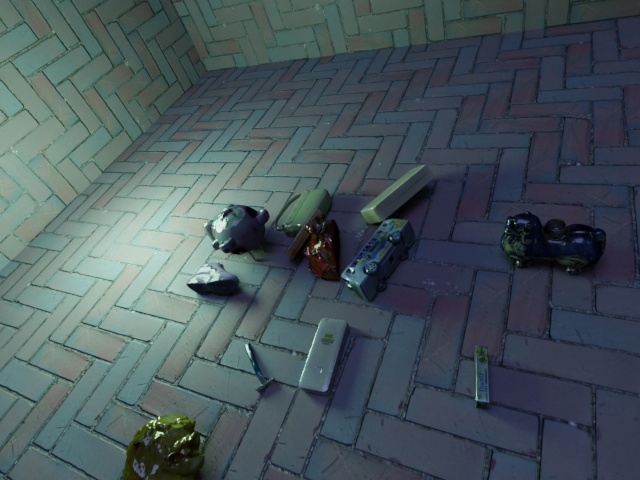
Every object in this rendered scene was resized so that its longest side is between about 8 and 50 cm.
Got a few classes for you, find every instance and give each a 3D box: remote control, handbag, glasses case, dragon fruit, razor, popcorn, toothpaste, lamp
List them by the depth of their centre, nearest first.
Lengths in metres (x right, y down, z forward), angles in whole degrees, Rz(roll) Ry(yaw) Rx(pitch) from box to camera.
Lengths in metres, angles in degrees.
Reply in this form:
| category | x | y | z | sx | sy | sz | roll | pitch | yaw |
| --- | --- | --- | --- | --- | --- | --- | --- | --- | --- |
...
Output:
| category | x | y | z | sx | sy | sz | roll | pitch | yaw |
| --- | --- | --- | --- | --- | --- | --- | --- | --- | --- |
| toothpaste | 0.441 | 0.371 | 1.125 | 0.034 | 0.046 | 0.164 | 1 | 48 | 19 |
| popcorn | -0.441 | 0.613 | 1.151 | 0.265 | 0.192 | 0.233 | -27 | 47 | 22 |
| remote control | 0.015 | 0.365 | 1.316 | 0.103 | 0.034 | 0.250 | 1 | 49 | 24 |
| razor | -0.220 | 0.407 | 1.371 | 0.068 | 0.037 | 0.191 | -32 | 44 | -7 |
| dragon fruit | 0.000 | 0.000 | 1.562 | 0.134 | 0.212 | 0.262 | -4 | 41 | 7 |
| glasses case | -0.063 | -0.024 | 1.639 | 0.049 | 0.075 | 0.218 | 34 | 86 | 7 |
| glasses case | 0.310 | -0.186 | 1.660 | 0.312 | 0.070 | 0.131 | -39 | 10 | -17 |
| lamp | -0.348 | -0.029 | 1.737 | 0.247 | 0.248 | 0.301 | -41 | 24 | -23 |
| handbag | -0.083 | -0.126 | 1.809 | 0.219 | 0.079 | 0.256 | 4 | 49 | 34 |

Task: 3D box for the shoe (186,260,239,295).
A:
| category | x | y | z | sx | sy | sz | roll | pitch | yaw |
| --- | --- | --- | --- | --- | --- | --- | --- | --- | --- |
| shoe | -0.420 | 0.144 | 1.671 | 0.244 | 0.095 | 0.138 | -4 | 49 | 28 |

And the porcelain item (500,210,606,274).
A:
| category | x | y | z | sx | sy | sz | roll | pitch | yaw |
| --- | --- | --- | --- | --- | --- | --- | --- | --- | --- |
| porcelain item | 0.716 | -0.006 | 1.276 | 0.287 | 0.186 | 0.138 | 7 | 49 | 26 |

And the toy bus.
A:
| category | x | y | z | sx | sy | sz | roll | pitch | yaw |
| --- | --- | --- | --- | --- | --- | --- | --- | --- | --- |
| toy bus | 0.210 | 0.061 | 1.483 | 0.135 | 0.109 | 0.330 | 14 | 54 | 45 |
